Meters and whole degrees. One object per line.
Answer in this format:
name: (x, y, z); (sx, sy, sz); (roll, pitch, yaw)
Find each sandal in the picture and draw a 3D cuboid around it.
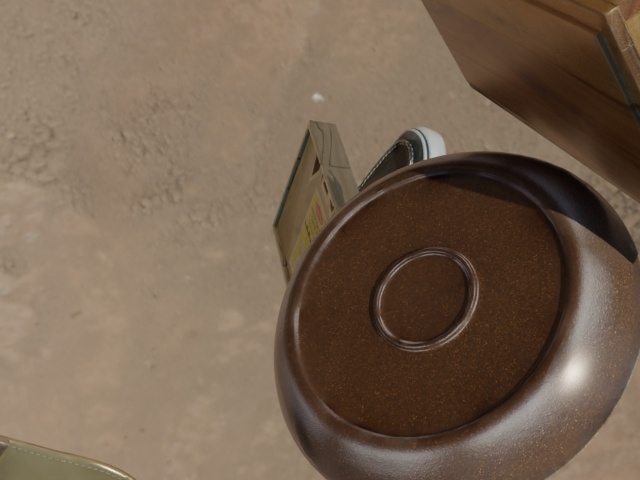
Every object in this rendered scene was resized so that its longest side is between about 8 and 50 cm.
sandal: (-0.257, 0.231, 0.979); (0.240, 0.079, 0.088); (27, 89, -17)

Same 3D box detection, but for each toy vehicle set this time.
toy vehicle set: (0.000, 0.000, 1.191); (0.035, 0.267, 0.166); (9, 126, -19)

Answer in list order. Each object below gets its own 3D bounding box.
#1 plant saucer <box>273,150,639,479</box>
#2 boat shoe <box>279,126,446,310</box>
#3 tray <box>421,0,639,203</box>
plant saucer: (0.088, 0.053, 0.792); (0.311, 0.310, 0.050); (-38, 139, 7)
boat shoe: (0.054, -0.006, 1.375); (0.119, 0.121, 0.335); (16, 107, -34)
tray: (0.181, -0.159, 0.807); (0.076, 0.411, 0.203); (-35, 119, 2)
